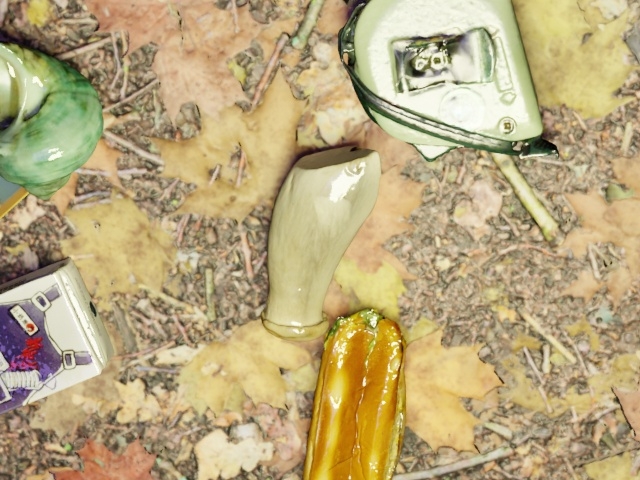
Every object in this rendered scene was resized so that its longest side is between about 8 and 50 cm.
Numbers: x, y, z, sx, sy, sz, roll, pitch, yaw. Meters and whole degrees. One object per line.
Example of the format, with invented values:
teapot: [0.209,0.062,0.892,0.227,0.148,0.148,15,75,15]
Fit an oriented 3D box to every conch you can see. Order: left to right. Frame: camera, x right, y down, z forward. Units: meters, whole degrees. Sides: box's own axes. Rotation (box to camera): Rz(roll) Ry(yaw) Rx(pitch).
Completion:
conch: [-0.334,-0.138,1.867,0.176,0.122,0.188,-26,93,-24]

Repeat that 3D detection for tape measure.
tape measure: [0.135,-0.179,1.840,0.207,0.115,0.235,-15,101,5]

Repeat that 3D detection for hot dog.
hot dog: [0.044,0.210,1.954,0.115,0.072,0.269,11,102,2]

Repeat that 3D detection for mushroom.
mushroom: [-0.008,-0.007,1.899,0.108,0.096,0.247,20,108,-1]

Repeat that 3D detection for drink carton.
drink carton: [-0.369,0.124,1.952,0.222,0.102,0.134,-22,98,7]

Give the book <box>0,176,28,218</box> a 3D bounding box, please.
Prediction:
book: [-0.547,-0.037,1.926,0.374,0.028,0.262,-41,114,10]
